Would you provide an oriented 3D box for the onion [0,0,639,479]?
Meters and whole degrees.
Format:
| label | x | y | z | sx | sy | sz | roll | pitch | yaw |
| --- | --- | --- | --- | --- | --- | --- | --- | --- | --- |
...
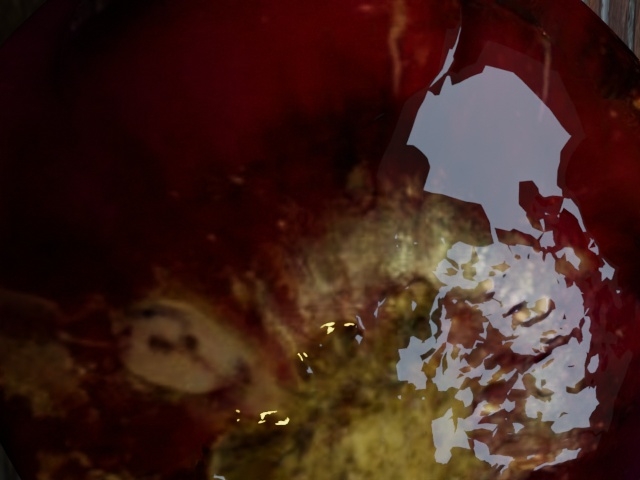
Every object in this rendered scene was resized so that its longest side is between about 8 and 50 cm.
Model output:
| label | x | y | z | sx | sy | sz | roll | pitch | yaw |
| --- | --- | --- | --- | --- | --- | --- | --- | --- | --- |
| onion | 0.000 | 0.000 | 0.723 | 0.420 | 0.398 | 0.398 | -131 | -134 | -81 |
